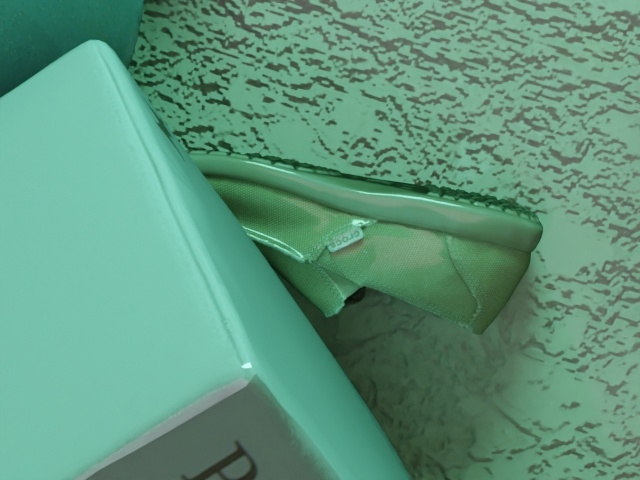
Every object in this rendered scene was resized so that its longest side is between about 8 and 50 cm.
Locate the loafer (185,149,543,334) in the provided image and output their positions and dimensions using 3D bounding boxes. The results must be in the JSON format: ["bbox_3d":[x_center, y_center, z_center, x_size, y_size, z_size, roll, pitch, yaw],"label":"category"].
[{"bbox_3d":[0.000,0.000,1.043,0.268,0.102,0.092,10,94,10],"label":"loafer"}]

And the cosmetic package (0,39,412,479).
[{"bbox_3d":[-0.160,0.177,0.865,0.393,0.327,0.329,-34,126,2],"label":"cosmetic package"}]

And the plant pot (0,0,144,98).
[{"bbox_3d":[-0.222,-0.145,1.009,0.195,0.290,0.290,16,104,-27],"label":"plant pot"}]
